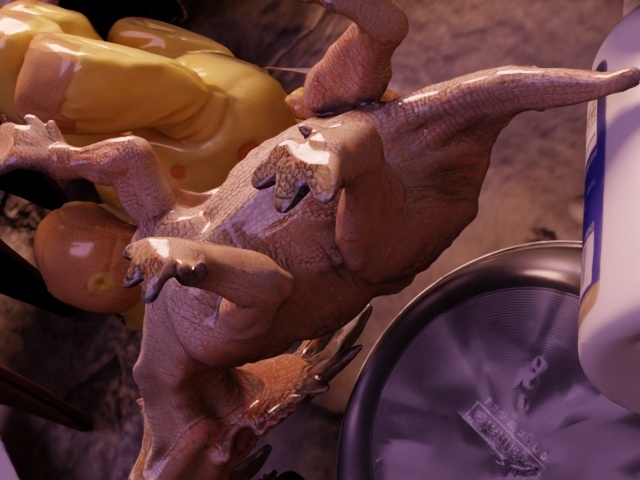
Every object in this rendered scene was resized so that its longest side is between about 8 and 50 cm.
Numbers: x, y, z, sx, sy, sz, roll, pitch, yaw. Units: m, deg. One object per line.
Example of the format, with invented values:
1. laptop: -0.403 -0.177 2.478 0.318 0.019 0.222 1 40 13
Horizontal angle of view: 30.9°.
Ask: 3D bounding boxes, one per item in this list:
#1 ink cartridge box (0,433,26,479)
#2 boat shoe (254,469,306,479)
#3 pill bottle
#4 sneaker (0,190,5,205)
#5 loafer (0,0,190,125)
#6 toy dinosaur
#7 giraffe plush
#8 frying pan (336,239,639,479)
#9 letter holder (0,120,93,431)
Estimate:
1. ink cartridge box: -0.223 0.279 0.718 0.296 0.066 0.261 -62 33 7
2. boat shoe: -0.017 0.138 0.589 0.133 0.049 0.042 -3 78 34
3. pill bottle: 0.156 -0.033 0.435 0.112 0.112 0.186 -16 52 38
4. sneaker: -0.295 -0.100 0.868 0.112 0.131 0.319 14 85 46
5. loafer: -0.118 -0.198 0.755 0.130 0.134 0.365 35 110 39
6. toy dinosaur: 0.000 0.000 0.500 0.296 0.200 0.127 -31 52 16
7. giraffe plush: -0.097 -0.027 0.651 0.181 0.210 0.170 -118 40 -69
8. frying pan: 0.035 0.118 0.510 0.326 0.053 0.197 -28 58 16
9. letter holder: -0.230 -0.012 0.654 0.215 0.302 0.152 18 75 15
